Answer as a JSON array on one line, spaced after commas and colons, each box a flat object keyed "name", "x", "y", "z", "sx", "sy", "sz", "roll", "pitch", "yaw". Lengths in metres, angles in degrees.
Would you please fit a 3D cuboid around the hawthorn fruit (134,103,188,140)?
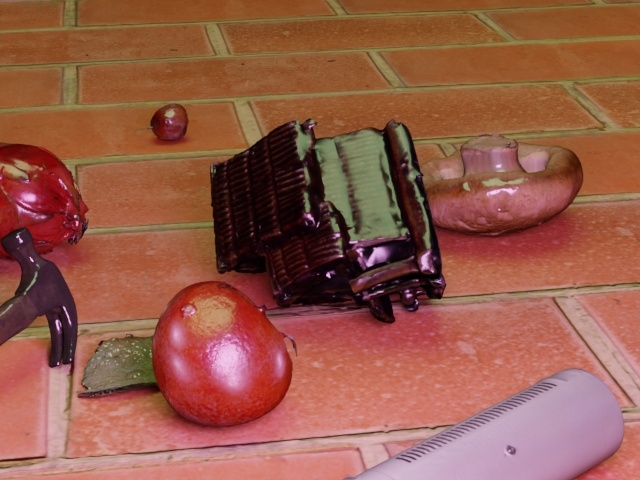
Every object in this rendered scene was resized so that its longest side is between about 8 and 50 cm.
[{"name": "hawthorn fruit", "x": -0.285, "y": -0.209, "z": 2.452, "sx": 0.103, "sy": 0.066, "sz": 0.067, "roll": -16, "pitch": 27, "yaw": -39}]

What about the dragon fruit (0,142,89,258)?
[{"name": "dragon fruit", "x": -0.435, "y": -0.056, "z": 1.957, "sx": 0.210, "sy": 0.172, "sz": 0.172, "roll": -1, "pitch": 22, "yaw": 9}]

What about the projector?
[{"name": "projector", "x": 0.158, "y": 0.224, "z": 1.338, "sx": 0.338, "sy": 0.108, "sz": 0.108, "roll": -20, "pitch": 29, "yaw": -39}]

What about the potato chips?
[{"name": "potato chips", "x": -0.208, "y": 0.144, "z": 1.654, "sx": 0.142, "sy": 0.026, "sz": 0.209, "roll": 15, "pitch": 29, "yaw": 26}]

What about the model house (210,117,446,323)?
[{"name": "model house", "x": 0.000, "y": 0.000, "z": 1.818, "sx": 0.283, "sy": 0.297, "sz": 0.317, "roll": -11, "pitch": 60, "yaw": -1}]

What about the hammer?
[{"name": "hammer", "x": -0.433, "y": 0.152, "z": 1.515, "sx": 0.044, "sy": 0.168, "sz": 0.440, "roll": -18, "pitch": 16, "yaw": 41}]

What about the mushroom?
[{"name": "mushroom", "x": 0.260, "y": -0.085, "z": 2.046, "sx": 0.278, "sy": 0.146, "sz": 0.278, "roll": -9, "pitch": 17, "yaw": 3}]

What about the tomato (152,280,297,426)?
[{"name": "tomato", "x": -0.112, "y": 0.135, "z": 1.518, "sx": 0.167, "sy": 0.167, "sz": 0.167, "roll": 0, "pitch": 22, "yaw": 0}]
